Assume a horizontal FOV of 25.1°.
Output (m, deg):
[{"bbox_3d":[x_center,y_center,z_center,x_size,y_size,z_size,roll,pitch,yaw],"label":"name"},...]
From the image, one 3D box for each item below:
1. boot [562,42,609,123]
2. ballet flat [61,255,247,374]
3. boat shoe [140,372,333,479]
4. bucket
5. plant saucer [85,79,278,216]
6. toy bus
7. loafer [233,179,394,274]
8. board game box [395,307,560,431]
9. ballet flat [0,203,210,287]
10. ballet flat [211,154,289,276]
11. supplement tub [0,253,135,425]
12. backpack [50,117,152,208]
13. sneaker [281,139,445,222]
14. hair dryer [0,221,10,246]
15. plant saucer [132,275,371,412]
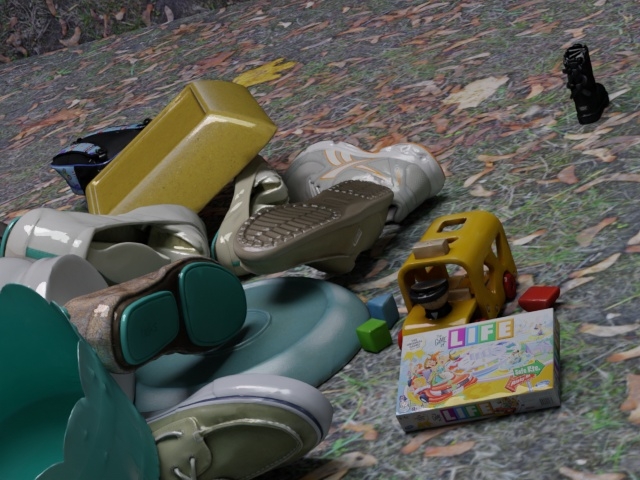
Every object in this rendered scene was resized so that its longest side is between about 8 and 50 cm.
[{"bbox_3d":[0.367,-0.226,1.999,0.045,0.099,0.121,-10,22,22],"label":"boot"},{"bbox_3d":[-0.182,0.074,1.498,0.106,0.108,0.316,-4,0,20],"label":"ballet flat"},{"bbox_3d":[-0.123,0.210,1.372,0.302,0.109,0.094,-19,33,30],"label":"boat shoe"},{"bbox_3d":[-0.290,0.196,1.277,0.281,0.183,0.281,-13,53,17],"label":"bucket"},{"bbox_3d":[-0.229,-0.104,2.094,0.333,0.081,0.333,-45,21,4],"label":"plant saucer"},{"bbox_3d":[0.133,0.046,1.515,0.191,0.104,0.202,-26,21,-15],"label":"toy bus"},{"bbox_3d":[0.000,0.000,1.732,0.102,0.092,0.268,14,24,37],"label":"loafer"},{"bbox_3d":[0.151,0.123,1.368,0.154,0.026,0.103,-13,40,19],"label":"board game box"},{"bbox_3d":[-0.220,0.026,1.760,0.139,0.139,0.400,-9,-5,28],"label":"ballet flat"},{"bbox_3d":[-0.082,-0.043,1.950,0.086,0.086,0.248,-12,37,20],"label":"ballet flat"},{"bbox_3d":[-0.382,0.148,1.544,0.316,0.228,0.228,-16,20,15],"label":"supplement tub"},{"bbox_3d":[-0.353,-0.121,2.383,0.173,0.117,0.158,-1,28,41],"label":"backpack"},{"bbox_3d":[0.032,-0.068,1.925,0.262,0.099,0.121,-4,32,42],"label":"sneaker"},{"bbox_3d":[-0.379,0.125,1.785,0.080,0.224,0.293,12,17,-29],"label":"hair dryer"},{"bbox_3d":[-0.098,0.119,1.637,0.317,0.044,0.317,-17,21,7],"label":"plant saucer"}]
